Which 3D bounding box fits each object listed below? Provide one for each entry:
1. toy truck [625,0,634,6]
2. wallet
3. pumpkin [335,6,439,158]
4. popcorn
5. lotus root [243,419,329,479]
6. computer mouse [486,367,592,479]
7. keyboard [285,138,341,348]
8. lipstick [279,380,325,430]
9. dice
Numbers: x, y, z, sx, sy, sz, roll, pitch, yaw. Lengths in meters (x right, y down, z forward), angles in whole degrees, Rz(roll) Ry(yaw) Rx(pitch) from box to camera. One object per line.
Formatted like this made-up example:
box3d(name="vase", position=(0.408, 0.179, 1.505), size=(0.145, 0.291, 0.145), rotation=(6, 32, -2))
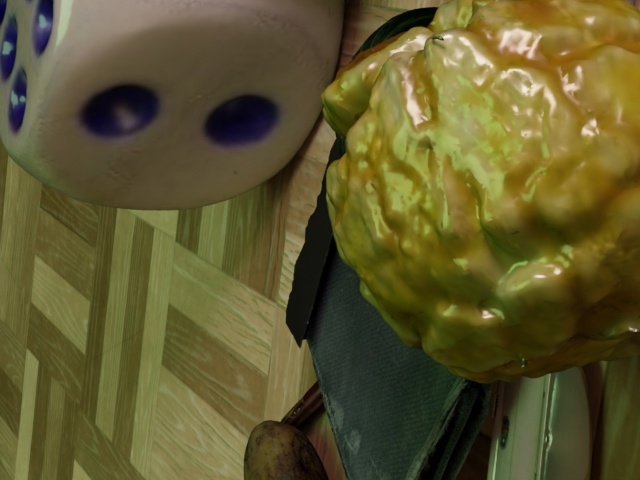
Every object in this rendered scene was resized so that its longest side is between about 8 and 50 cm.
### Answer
box3d(name="toy truck", position=(0.200, -0.239, 1.033), size=(0.192, 0.083, 0.092), rotation=(-65, 34, 36))
box3d(name="wallet", position=(0.067, 0.090, 1.269), size=(0.342, 0.075, 0.237), rotation=(-108, 30, -53))
box3d(name="pumpkin", position=(0.081, -0.113, 1.214), size=(0.167, 0.125, 0.167), rotation=(-175, 90, -71))
box3d(name="popcorn", position=(0.147, -0.036, 0.941), size=(0.282, 0.282, 0.247), rotation=(154, 118, -61))
box3d(name="lotus root", position=(-0.029, 0.250, 1.461), size=(0.081, 0.089, 0.179), rotation=(-28, 50, 14))
box3d(name="computer mouse", position=(0.163, 0.170, 1.111), size=(0.102, 0.045, 0.199), rotation=(-178, 93, -66))
box3d(name="keyboard", position=(0.002, 0.000, 1.374), size=(0.074, 0.015, 0.196), rotation=(-128, 50, -63))
box3d(name="lipstick", position=(-0.016, 0.176, 1.506), size=(0.176, 0.027, 0.027), rotation=(128, 137, -52))
box3d(name="dice", position=(-0.166, -0.226, 1.530), size=(0.304, 0.304, 0.277), rotation=(-58, 38, 44))
